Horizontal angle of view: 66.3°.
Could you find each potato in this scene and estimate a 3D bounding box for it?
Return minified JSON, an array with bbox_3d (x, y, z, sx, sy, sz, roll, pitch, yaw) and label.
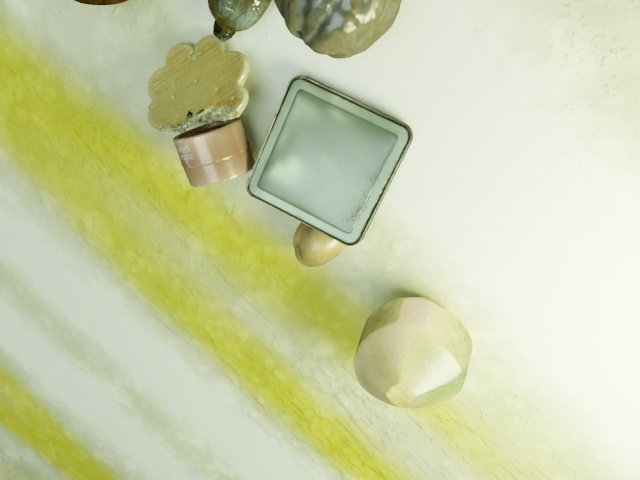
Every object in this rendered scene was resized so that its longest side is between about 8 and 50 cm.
[{"bbox_3d":[-0.001,0.002,1.083,0.112,0.112,0.147,45,128,-6],"label":"potato"}]

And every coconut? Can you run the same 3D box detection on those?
[{"bbox_3d":[0.196,0.251,1.057,0.260,0.259,0.259,10,121,17],"label":"coconut"}]

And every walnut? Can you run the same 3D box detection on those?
[{"bbox_3d":[0.033,-0.412,0.786,0.224,0.224,0.224,10,121,17],"label":"walnut"}]

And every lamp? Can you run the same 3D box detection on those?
[{"bbox_3d":[0.013,-0.157,0.980,0.269,0.047,0.266,28,107,7],"label":"lamp"}]

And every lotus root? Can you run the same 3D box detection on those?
[{"bbox_3d":[-0.149,-0.454,0.899,0.113,0.088,0.192,34,125,-7],"label":"lotus root"}]

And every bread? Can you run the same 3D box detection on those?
[{"bbox_3d":[-0.251,-0.322,1.004,0.251,0.039,0.181,-6,82,23],"label":"bread"}]

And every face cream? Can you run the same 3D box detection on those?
[{"bbox_3d":[-0.223,-0.188,1.038,0.149,0.149,0.104,-5,115,24],"label":"face cream"}]

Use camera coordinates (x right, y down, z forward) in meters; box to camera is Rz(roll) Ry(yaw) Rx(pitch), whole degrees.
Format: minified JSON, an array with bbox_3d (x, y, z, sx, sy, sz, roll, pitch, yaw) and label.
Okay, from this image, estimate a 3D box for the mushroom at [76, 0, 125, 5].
[{"bbox_3d":[-0.457,-0.588,0.876,0.345,0.239,0.344,26,128,38],"label":"mushroom"}]
